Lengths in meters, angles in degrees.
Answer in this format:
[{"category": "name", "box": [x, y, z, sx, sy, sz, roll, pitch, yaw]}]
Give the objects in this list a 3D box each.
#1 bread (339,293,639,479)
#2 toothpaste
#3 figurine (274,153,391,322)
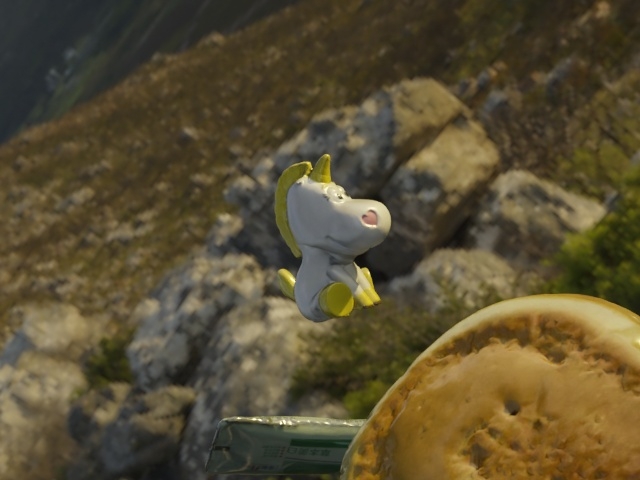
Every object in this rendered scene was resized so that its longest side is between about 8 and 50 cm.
[{"category": "bread", "box": [0.050, 0.059, 0.326, 0.110, 0.024, 0.110, -23, 43, 23]}, {"category": "toothpaste", "box": [0.031, 0.140, 0.882, 0.064, 0.218, 0.041, 110, 155, -44]}, {"category": "figurine", "box": [0.007, -0.001, 1.349, 0.109, 0.130, 0.178, -25, -56, -55]}]
